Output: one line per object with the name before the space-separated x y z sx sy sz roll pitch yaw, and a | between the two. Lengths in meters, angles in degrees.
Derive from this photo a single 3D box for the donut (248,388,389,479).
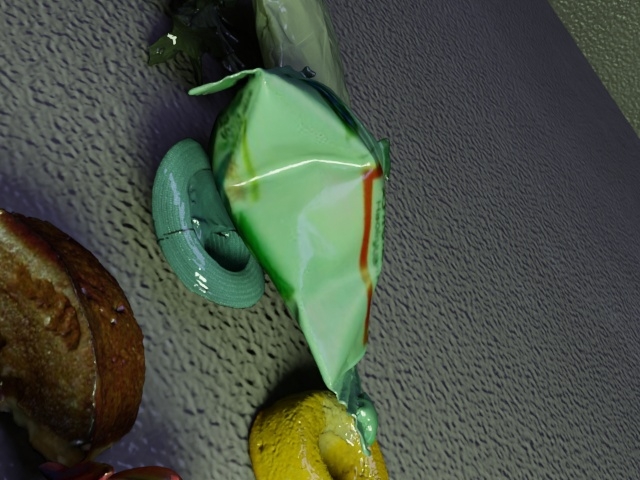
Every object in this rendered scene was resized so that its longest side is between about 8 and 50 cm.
donut | 0.010 0.238 0.882 0.178 0.065 0.162 57 35 2

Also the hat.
hat | -0.131 -0.009 0.897 0.138 0.078 0.191 -30 99 -64

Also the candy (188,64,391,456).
candy | -0.006 0.002 0.893 0.263 0.172 0.398 -40 118 -75

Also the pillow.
pillow | -0.024 -0.293 1.159 0.281 0.076 0.274 37 41 -65

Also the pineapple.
pineapple | -0.150 -0.320 1.087 0.130 0.119 0.277 85 4 -54

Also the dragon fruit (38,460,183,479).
dragon fruit | -0.165 0.242 0.541 0.243 0.227 0.307 51 33 -17

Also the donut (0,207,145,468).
donut | -0.208 0.082 0.695 0.186 0.144 0.126 36 11 14
